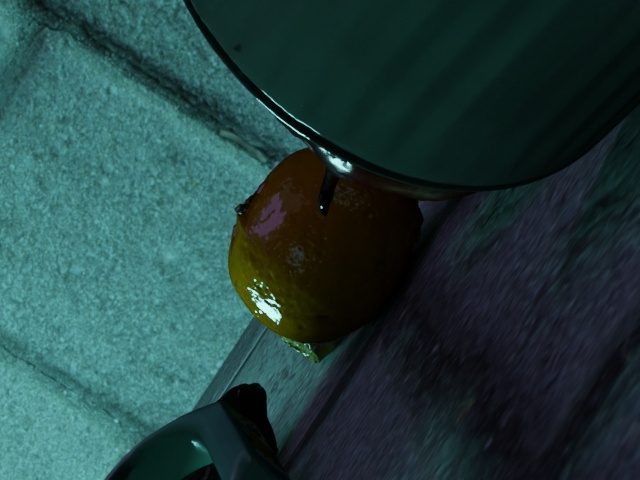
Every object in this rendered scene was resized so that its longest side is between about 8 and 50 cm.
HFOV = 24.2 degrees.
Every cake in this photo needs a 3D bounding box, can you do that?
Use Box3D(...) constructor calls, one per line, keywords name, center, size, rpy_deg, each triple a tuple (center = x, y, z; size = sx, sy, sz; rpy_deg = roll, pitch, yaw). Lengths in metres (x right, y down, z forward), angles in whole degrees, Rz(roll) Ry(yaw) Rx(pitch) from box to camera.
Box3D(name="cake", center=(0.008, 0.070, 1.535), size=(0.116, 0.080, 0.185), rpy_deg=(-45, -9, -13))

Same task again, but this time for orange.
Box3D(name="orange", center=(0.000, 0.000, 1.369), size=(0.193, 0.161, 0.193), rpy_deg=(-53, 3, 3))

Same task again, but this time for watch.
Box3D(name="watch", center=(-0.111, 0.223, 1.148), size=(0.195, 0.068, 0.237), rpy_deg=(-46, 25, -1))

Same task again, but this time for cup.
Box3D(name="cup", center=(0.139, -0.265, 0.735), size=(0.401, 0.310, 0.392), rpy_deg=(-61, 10, -32))

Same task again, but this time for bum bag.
Box3D(name="bum bag", center=(-0.086, 0.213, 1.361), size=(0.142, 0.080, 0.326), rpy_deg=(-60, 7, 12))

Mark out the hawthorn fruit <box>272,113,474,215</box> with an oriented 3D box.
Box3D(name="hawthorn fruit", center=(0.066, -0.138, 1.101), size=(0.300, 0.254, 0.254), rpy_deg=(-64, -1, 34))
